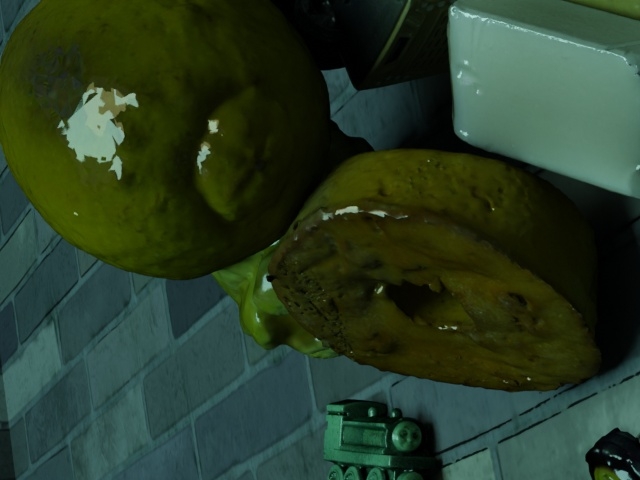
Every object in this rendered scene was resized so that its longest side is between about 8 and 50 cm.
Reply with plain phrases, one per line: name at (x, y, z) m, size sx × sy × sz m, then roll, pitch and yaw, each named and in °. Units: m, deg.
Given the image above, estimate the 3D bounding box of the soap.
soap at (0.182, -0.113, 1.455) m, size 0.183 × 0.064 × 0.121 m, roll 22°, pitch 131°, yaw 37°

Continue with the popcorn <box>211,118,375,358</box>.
popcorn at (0.000, 0.000, 1.835) m, size 0.235 × 0.250 × 0.241 m, roll -25°, pitch 63°, yaw 22°

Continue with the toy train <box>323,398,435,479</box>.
toy train at (0.056, 0.213, 1.905) m, size 0.170 × 0.071 × 0.111 m, roll 172°, pitch 102°, yaw -66°

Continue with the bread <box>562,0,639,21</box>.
bread at (0.250, -0.330, 1.448) m, size 0.405 × 0.242 × 0.346 m, roll 47°, pitch 143°, yaw 5°

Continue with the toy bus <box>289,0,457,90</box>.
toy bus at (0.056, -0.324, 1.659) m, size 0.177 × 0.202 × 0.365 m, roll 123°, pitch 132°, yaw -61°

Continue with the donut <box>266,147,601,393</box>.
donut at (0.100, 0.020, 1.565) m, size 0.277 × 0.278 × 0.108 m, roll -43°, pitch 25°, yaw 60°

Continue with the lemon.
lemon at (-0.136, -0.104, 1.640) m, size 0.316 × 0.285 × 0.285 m, roll -156°, pitch 64°, yaw -81°

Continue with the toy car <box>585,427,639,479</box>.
toy car at (0.316, 0.152, 1.172) m, size 0.166 × 0.198 × 0.314 m, roll 58°, pitch 160°, yaw -19°

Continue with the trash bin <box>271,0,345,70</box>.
trash bin at (-0.047, -0.327, 1.898) m, size 0.334 × 0.214 × 0.214 m, roll 58°, pitch 143°, yaw 44°
